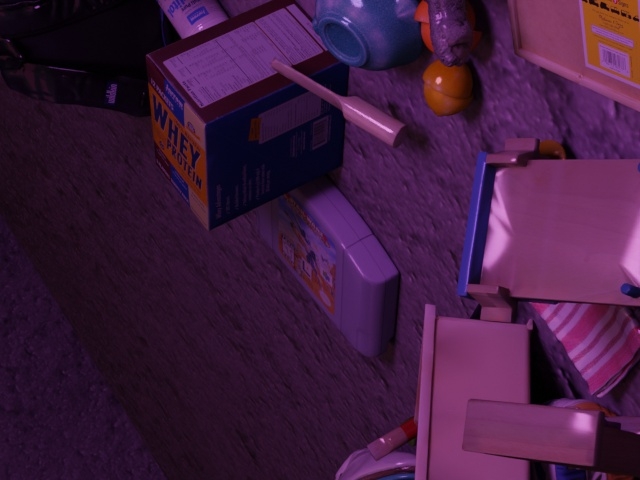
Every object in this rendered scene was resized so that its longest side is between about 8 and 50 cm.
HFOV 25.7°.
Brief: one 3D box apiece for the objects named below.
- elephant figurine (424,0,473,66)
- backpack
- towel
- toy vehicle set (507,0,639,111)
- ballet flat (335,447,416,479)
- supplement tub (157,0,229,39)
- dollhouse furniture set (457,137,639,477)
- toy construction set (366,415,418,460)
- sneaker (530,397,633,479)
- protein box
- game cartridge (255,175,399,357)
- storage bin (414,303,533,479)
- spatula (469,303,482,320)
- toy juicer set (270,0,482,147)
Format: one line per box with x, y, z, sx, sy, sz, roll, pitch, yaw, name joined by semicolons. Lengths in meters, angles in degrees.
0.066;-0.300;1.250;0.169;0.186;0.239;5;128;25;elephant figurine
-0.350;-0.327;2.025;0.213;0.263;0.277;-102;4;-51;backpack
0.251;0.053;1.422;0.197;0.029;0.144;55;157;21;towel
0.245;-0.192;1.139;0.267;0.035;0.166;37;147;49;toy vehicle set
0.057;0.389;2.099;0.139;0.139;0.400;55;139;20;ballet flat
-0.173;-0.312;1.910;0.107;0.071;0.071;56;158;17;supplement tub
0.294;0.059;1.255;0.286;0.198;0.304;0;79;43;dollhouse furniture set
0.130;0.385;1.805;0.257;0.237;0.309;-1;114;67;toy construction set
0.277;0.316;1.516;0.131;0.111;0.297;-169;82;-74;sneaker
-0.089;-0.156;1.719;0.136;0.201;0.200;50;155;30;protein box
0.000;0.000;1.909;0.297;0.062;0.198;49;159;32;game cartridge
0.162;0.257;1.557;0.260;0.123;0.262;91;-176;-50;storage bin
0.172;0.114;1.674;0.084;0.030;0.296;60;159;14;spatula
0.076;-0.208;1.469;0.209;0.089;0.329;42;155;3;toy juicer set
